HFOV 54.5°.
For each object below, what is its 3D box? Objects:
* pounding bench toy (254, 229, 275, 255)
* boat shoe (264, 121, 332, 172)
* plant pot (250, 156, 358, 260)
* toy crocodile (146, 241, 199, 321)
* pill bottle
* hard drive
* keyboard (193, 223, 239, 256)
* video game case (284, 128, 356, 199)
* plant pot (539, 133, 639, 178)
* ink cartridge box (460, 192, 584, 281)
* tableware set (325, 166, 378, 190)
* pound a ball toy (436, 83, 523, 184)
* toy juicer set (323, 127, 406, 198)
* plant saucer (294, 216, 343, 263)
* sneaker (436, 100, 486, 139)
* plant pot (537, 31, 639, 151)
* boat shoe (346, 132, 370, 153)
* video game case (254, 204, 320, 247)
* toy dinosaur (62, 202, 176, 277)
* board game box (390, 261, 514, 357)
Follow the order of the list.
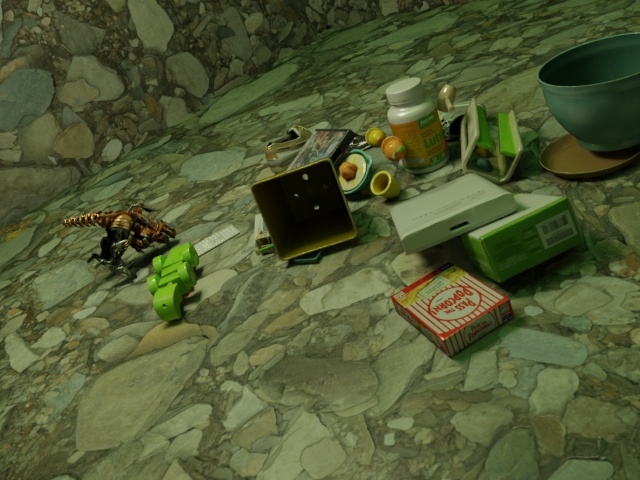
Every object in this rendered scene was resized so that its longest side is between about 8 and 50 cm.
[{"bbox_3d":[-0.136,0.008,1.675,0.065,0.052,0.083,-12,29,20],"label":"pounding bench toy"},{"bbox_3d":[-0.073,-0.361,2.238,0.113,0.103,0.302,11,42,47],"label":"boat shoe"},{"bbox_3d":[-0.032,-0.101,1.609,0.212,0.212,0.187,-18,17,11],"label":"plant pot"},{"bbox_3d":[-0.385,0.097,1.672,0.115,0.105,0.340,-23,22,2],"label":"toy crocodile"},{"bbox_3d":[0.268,-0.323,1.748,0.136,0.245,0.136,-18,27,10],"label":"pill bottle"},{"bbox_3d":[0.277,-0.069,1.383,0.233,0.047,0.353,-23,11,7],"label":"hard drive"},{"bbox_3d":[-0.364,0.027,1.860,0.256,0.014,0.072,-32,28,-16],"label":"keyboard"},{"bbox_3d":[-0.026,-0.233,1.892,0.248,0.035,0.275,-55,23,-5],"label":"video game case"},{"bbox_3d":[0.647,-0.207,1.483,0.236,0.032,0.236,-19,27,10],"label":"plant pot"},{"bbox_3d":[0.383,-0.018,1.283,0.189,0.097,0.255,-25,9,-3],"label":"ink cartridge box"},{"bbox_3d":[0.091,-0.193,1.900,0.169,0.020,0.141,-1,35,35],"label":"tableware set"},{"bbox_3d":[0.402,-0.281,1.654,0.208,0.135,0.319,17,34,-1],"label":"pound a ball toy"},{"bbox_3d":[0.100,-0.228,1.776,0.329,0.089,0.209,7,79,46],"label":"toy juicer set"},{"bbox_3d":[0.000,0.000,1.624,0.067,0.018,0.192,-5,33,31],"label":"plant saucer"},{"bbox_3d":[0.364,-0.354,1.885,0.281,0.105,0.115,-15,28,14],"label":"sneaker"},{"bbox_3d":[0.669,-0.329,1.434,0.293,0.196,0.293,-18,28,10],"label":"plant pot"},{"bbox_3d":[0.092,-0.337,2.110,0.206,0.065,0.075,-4,33,33],"label":"boat shoe"},{"bbox_3d":[-0.097,-0.062,1.804,0.201,0.023,0.183,-20,27,5],"label":"video game case"},{"bbox_3d":[-0.607,-0.017,1.889,0.322,0.218,0.164,15,3,-15],"label":"toy dinosaur"},{"bbox_3d":[0.244,0.125,1.178,0.147,0.045,0.193,-30,28,-12],"label":"board game box"}]
